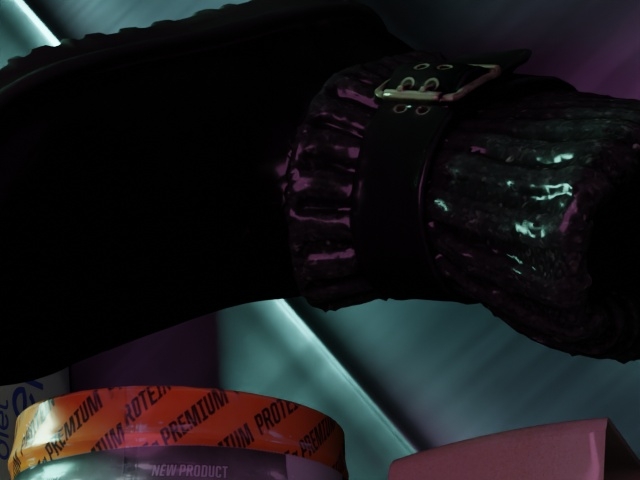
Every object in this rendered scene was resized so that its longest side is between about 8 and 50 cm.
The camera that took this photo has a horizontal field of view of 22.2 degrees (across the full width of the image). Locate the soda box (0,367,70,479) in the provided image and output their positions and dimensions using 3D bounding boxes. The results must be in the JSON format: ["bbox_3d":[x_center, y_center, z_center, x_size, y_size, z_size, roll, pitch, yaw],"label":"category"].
[{"bbox_3d":[-0.196,0.112,0.865,0.098,0.091,0.286,-16,64,22],"label":"soda box"}]

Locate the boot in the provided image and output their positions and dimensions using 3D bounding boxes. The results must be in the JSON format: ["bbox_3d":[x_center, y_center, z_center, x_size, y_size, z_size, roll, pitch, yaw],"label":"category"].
[{"bbox_3d":[0.001,-0.004,0.697,0.260,0.131,0.348,27,43,34],"label":"boot"}]

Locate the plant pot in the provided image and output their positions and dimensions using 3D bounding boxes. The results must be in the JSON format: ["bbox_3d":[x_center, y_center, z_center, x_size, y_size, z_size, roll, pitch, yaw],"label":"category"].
[{"bbox_3d":[0.081,0.138,0.693,0.096,0.109,0.109,0,71,21],"label":"plant pot"}]

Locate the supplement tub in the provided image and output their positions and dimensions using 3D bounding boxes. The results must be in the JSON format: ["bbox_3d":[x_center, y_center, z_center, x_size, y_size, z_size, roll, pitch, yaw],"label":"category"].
[{"bbox_3d":[-0.067,0.232,0.690,0.193,0.193,0.316,-8,68,25],"label":"supplement tub"}]
